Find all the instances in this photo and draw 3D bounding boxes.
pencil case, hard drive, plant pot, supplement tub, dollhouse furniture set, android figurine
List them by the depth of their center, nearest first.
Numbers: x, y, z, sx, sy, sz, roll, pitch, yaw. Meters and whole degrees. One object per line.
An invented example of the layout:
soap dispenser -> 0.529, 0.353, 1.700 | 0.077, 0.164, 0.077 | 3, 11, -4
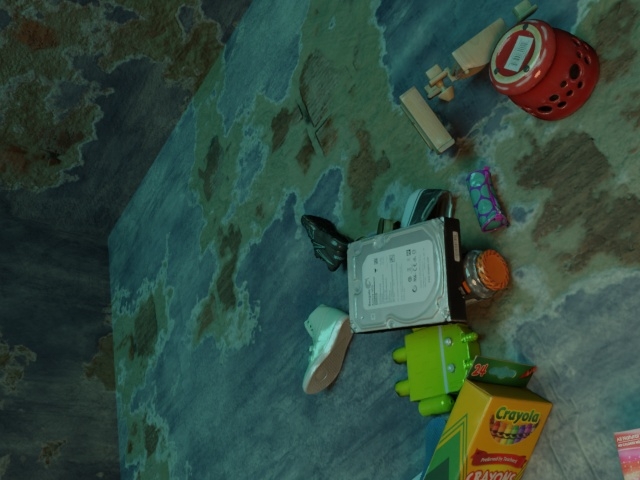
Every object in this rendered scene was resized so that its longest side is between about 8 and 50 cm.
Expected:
plant pot -> 0.478, -0.380, 1.466 | 0.191, 0.174, 0.191 | -29, 53, 48
supplement tub -> 0.330, 0.091, 1.541 | 0.190, 0.117, 0.117 | -28, 56, 47
pencil case -> 0.391, -0.095, 1.572 | 0.070, 0.064, 0.151 | 123, 144, -50
hard drive -> 0.191, 0.092, 1.576 | 0.339, 0.064, 0.237 | -17, 70, 52
android figurine -> 0.278, 0.290, 1.595 | 0.273, 0.056, 0.248 | -29, 55, 48
dollhouse furniture set -> 0.391, -0.386, 1.663 | 0.355, 0.303, 0.174 | -35, 90, 7

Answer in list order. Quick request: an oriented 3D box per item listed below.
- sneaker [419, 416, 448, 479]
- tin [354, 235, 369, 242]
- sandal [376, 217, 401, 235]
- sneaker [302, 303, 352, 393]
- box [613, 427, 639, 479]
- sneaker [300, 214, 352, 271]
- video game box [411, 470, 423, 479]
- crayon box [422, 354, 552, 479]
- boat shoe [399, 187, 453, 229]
sneaker -> 0.274, 0.510, 1.457 | 0.087, 0.092, 0.228 | -18, 52, 55
tin -> 0.134, 0.078, 1.893 | 0.106, 0.040, 0.189 | -42, 46, 43
sandal -> 0.198, -0.016, 1.793 | 0.240, 0.079, 0.088 | 68, -150, -88
sneaker -> -0.004, 0.310, 1.943 | 0.151, 0.094, 0.256 | 27, 90, 49
box -> 0.628, 0.340, 1.006 | 0.300, 0.142, 0.154 | -31, 52, 45
sneaker -> 0.000, 0.000, 2.055 | 0.267, 0.101, 0.106 | 46, 123, 55
video game box -> 0.241, 0.650, 1.514 | 0.187, 0.048, 0.205 | -49, 42, 29
crayon box -> 0.338, 0.398, 1.338 | 0.081, 0.202, 0.318 | 30, 103, 54
boat shoe -> 0.253, 0.021, 1.670 | 0.119, 0.121, 0.335 | -7, 70, 58
